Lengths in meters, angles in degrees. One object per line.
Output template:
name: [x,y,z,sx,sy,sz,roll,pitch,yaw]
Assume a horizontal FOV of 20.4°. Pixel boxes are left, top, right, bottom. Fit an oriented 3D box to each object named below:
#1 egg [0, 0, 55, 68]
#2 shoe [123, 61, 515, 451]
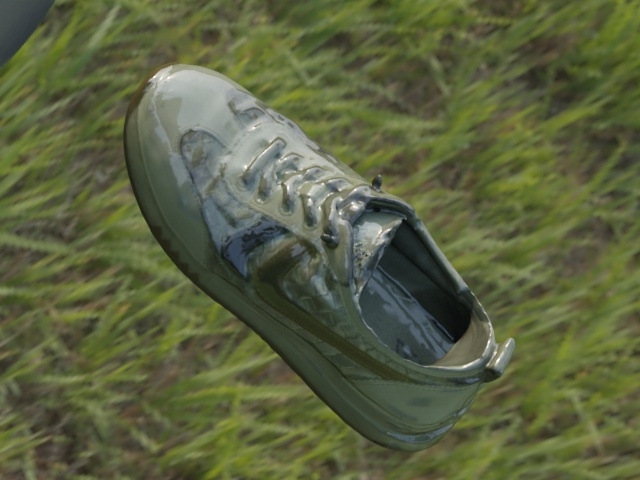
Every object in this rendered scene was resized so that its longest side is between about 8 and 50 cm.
egg: [-0.138,-0.106,0.403,0.176,0.232,0.176,0,81,1]
shoe: [0.000,0.000,1.025,0.275,0.098,0.103,44,51,-5]
